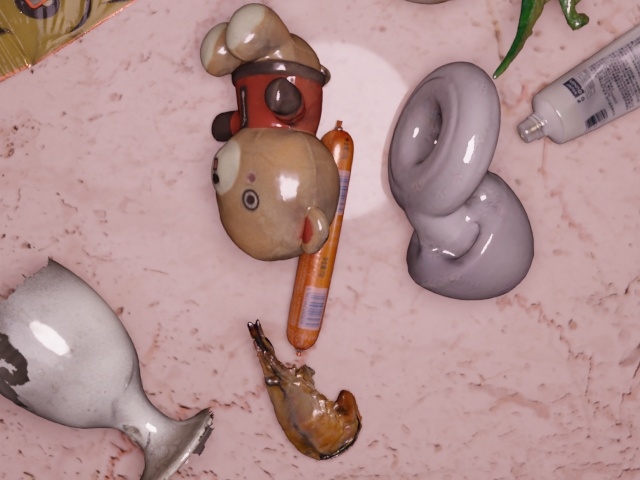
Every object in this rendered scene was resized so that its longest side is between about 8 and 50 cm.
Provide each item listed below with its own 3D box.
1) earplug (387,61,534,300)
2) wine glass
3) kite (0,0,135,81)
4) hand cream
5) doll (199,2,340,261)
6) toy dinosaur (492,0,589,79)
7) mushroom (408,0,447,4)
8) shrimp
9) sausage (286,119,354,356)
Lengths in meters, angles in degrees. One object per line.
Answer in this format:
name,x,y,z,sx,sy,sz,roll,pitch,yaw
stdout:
earplug,0.188,-0.073,1.062,0.175,0.214,0.325,-16,104,-18
wine glass,-0.318,0.191,1.092,0.357,0.190,0.190,43,95,-9
kite,-0.399,-0.392,1.093,0.328,0.013,0.377,17,95,-4
hand cream,0.427,-0.232,1.113,0.341,0.078,0.124,-30,97,-5
doll,-0.064,-0.137,1.052,0.174,0.235,0.329,-3,91,-35
toy dinosaur,0.281,-0.440,1.020,0.301,0.087,0.447,48,63,-23
mushroom,0.151,-0.441,1.017,0.244,0.243,0.243,0,98,-1
shrimp,-0.025,0.207,1.160,0.117,0.066,0.262,-25,112,-12
sausage,0.000,0.000,1.134,0.053,0.053,0.347,10,98,-2
